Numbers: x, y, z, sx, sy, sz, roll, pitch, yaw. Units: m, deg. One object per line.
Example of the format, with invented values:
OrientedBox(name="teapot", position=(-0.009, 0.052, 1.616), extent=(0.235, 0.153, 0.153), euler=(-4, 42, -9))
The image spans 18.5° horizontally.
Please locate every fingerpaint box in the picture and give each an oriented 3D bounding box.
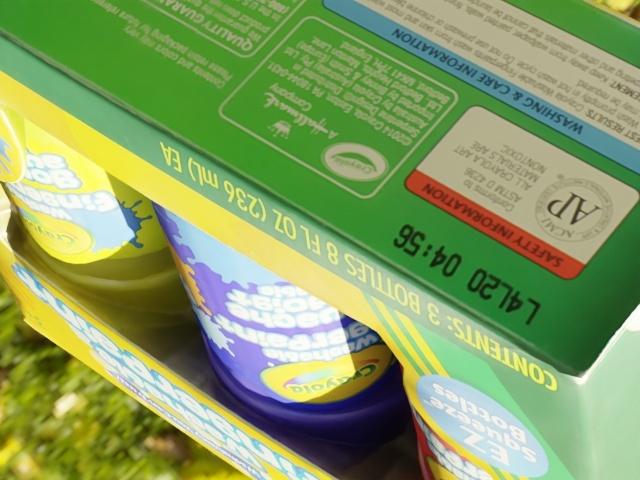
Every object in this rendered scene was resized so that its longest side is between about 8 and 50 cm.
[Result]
OrientedBox(name="fingerpaint box", position=(0.000, 0.000, 0.976), extent=(0.444, 0.163, 0.371), euler=(31, 157, 26))
